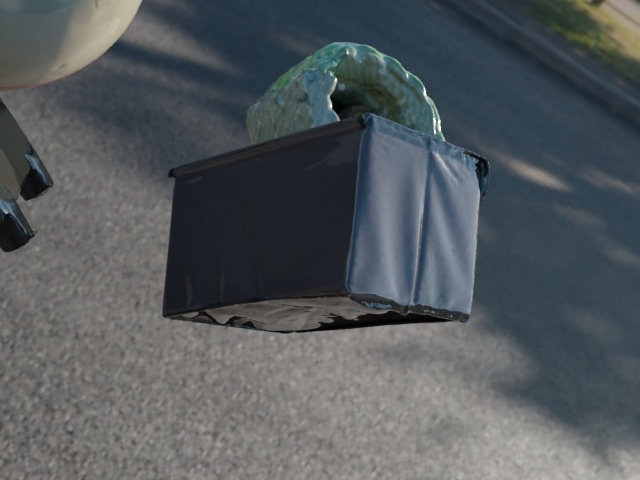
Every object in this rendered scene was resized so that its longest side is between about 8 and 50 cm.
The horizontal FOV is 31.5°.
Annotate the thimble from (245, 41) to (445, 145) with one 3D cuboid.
[{"bbox_3d":[0.027,-0.112,1.303,0.219,0.150,0.219,20,58,-36],"label":"thimble"}]

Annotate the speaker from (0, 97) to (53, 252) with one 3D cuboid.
[{"bbox_3d":[-0.377,-0.087,0.961,0.254,0.184,0.232,60,2,-19],"label":"speaker"}]

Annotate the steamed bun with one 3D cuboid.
[{"bbox_3d":[-0.382,-0.306,1.342,0.375,0.241,0.374,-4,32,3],"label":"steamed bun"}]

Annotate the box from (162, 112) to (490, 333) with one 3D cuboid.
[{"bbox_3d":[0.000,0.000,1.019,0.188,0.252,0.153,14,74,-46],"label":"box"}]
